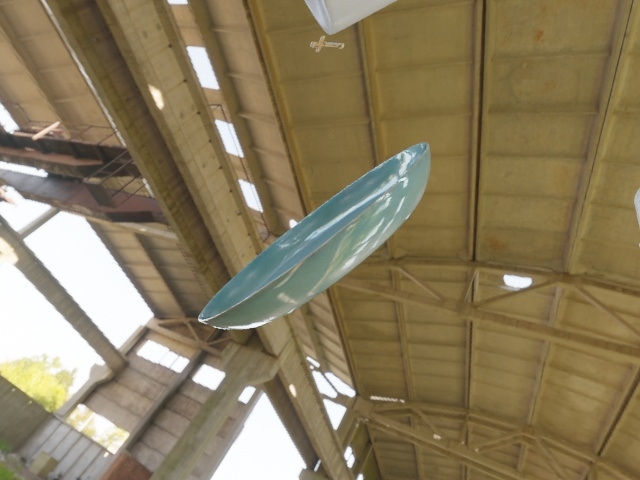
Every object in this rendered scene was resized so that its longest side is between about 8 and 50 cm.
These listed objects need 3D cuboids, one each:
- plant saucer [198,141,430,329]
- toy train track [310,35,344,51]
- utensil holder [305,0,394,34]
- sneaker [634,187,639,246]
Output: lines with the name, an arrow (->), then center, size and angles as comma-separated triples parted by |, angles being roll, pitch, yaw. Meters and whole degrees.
plant saucer -> 0.000, 0.000, 0.502 | 0.043, 0.317, 0.318 | 52, -39, -9
toy train track -> 0.018, -0.459, 1.021 | 0.048, 0.083, 0.014 | 128, -49, -63
utensil holder -> 0.113, -0.493, 0.534 | 0.386, 0.327, 0.327 | -28, -62, 7
sneaker -> 0.384, 0.037, 0.457 | 0.090, 0.235, 0.094 | 12, -38, -15
